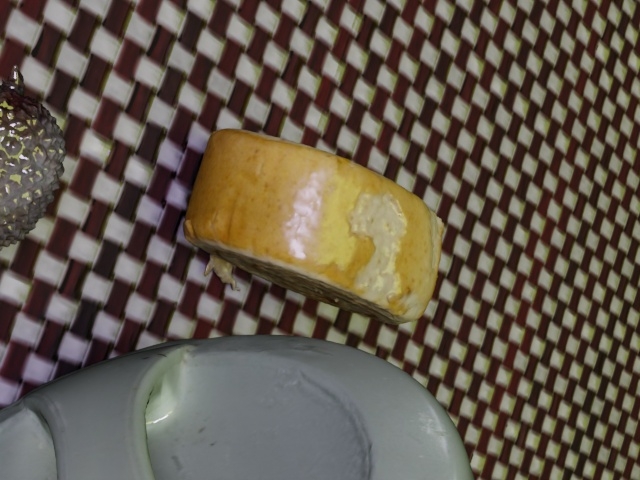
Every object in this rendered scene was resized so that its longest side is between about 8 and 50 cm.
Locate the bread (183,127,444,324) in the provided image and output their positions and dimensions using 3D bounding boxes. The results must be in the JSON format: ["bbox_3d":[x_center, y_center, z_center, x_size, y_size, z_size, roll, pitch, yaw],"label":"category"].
[{"bbox_3d":[0.000,0.000,0.711,0.149,0.122,0.073,27,80,-47],"label":"bread"}]

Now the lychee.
[{"bbox_3d":[-0.142,-0.034,0.588,0.067,0.068,0.083,10,94,-8],"label":"lychee"}]

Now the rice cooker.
[{"bbox_3d":[-0.048,0.192,0.582,0.288,0.288,0.277,-38,123,-38],"label":"rice cooker"}]
